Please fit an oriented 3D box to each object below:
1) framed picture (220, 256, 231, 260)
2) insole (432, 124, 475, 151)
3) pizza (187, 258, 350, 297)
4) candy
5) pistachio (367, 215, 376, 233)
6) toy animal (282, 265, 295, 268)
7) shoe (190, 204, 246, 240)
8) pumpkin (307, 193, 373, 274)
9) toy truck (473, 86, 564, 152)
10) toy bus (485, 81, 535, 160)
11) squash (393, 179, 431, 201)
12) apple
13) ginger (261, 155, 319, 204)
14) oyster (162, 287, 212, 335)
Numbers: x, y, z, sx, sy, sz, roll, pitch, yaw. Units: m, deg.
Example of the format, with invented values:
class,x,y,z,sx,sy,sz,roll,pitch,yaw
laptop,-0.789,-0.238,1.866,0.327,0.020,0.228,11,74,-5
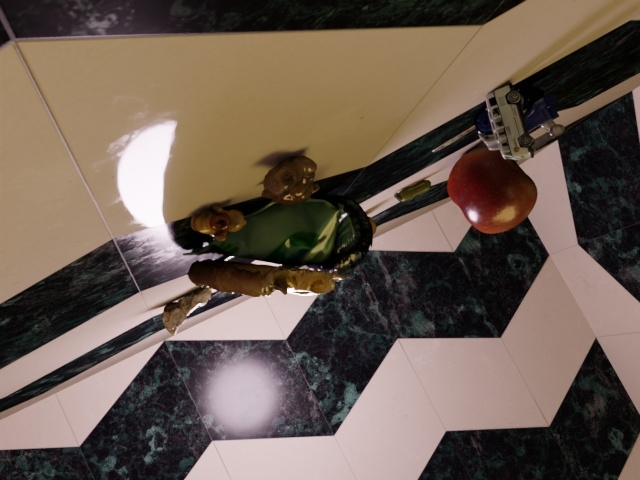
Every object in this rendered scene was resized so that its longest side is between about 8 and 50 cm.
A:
class,x,y,z,sx,sy,sz,roll,pitch,yaw
framed picture,-0.233,0.041,2.007,0.255,0.014,0.339,-30,173,22
insole,0.434,-0.326,1.858,0.197,0.004,0.065,-30,173,28
pizza,-0.180,0.092,1.490,0.392,0.080,0.435,4,176,26
candy,-0.131,-0.002,1.463,0.398,0.171,0.263,-14,168,-3
pistachio,0.169,-0.052,2.565,0.110,0.100,0.189,-2,175,-17
toy animal,-0.072,0.037,2.175,0.245,0.114,0.146,-18,-165,24
shoe,-0.208,-0.035,1.226,0.069,0.072,0.109,6,173,42
pumpkin,0.033,-0.015,1.682,0.233,0.233,0.163,-27,169,-5
toy truck,0.548,-0.316,1.636,0.161,0.176,0.213,-22,171,-47
toy bus,0.478,-0.292,1.503,0.089,0.193,0.087,-16,180,25
squash,0.375,-0.199,2.417,0.184,0.052,0.052,-26,174,-24
apple,0.653,-0.194,2.293,0.277,0.348,0.348,-42,169,19
ginger,-0.063,-0.119,1.214,0.122,0.084,0.290,-6,177,0
oyster,-0.500,0.245,2.243,0.233,0.107,0.161,-45,175,-22
